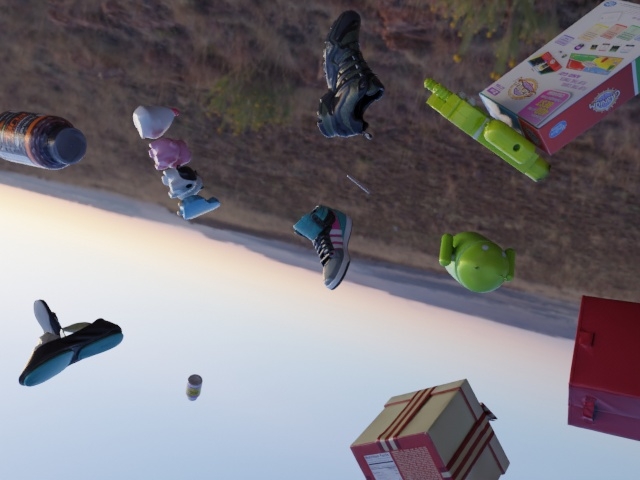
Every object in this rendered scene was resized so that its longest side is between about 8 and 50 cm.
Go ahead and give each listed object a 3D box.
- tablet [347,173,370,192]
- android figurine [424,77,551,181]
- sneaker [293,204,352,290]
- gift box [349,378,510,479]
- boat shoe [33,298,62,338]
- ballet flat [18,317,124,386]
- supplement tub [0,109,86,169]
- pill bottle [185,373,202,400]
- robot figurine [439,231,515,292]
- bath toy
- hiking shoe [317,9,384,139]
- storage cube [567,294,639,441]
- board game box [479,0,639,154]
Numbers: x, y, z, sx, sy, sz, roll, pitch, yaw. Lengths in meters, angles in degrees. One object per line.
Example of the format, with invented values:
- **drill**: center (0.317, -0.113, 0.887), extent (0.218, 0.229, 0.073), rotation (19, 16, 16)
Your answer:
- **tablet**: center (0.114, -0.170, 1.852), extent (0.083, 0.006, 0.054), rotation (39, -166, -1)
- **android figurine**: center (0.305, -0.212, 1.164), extent (0.273, 0.056, 0.248), rotation (33, -163, -16)
- **sneaker**: center (0.000, 0.000, 1.909), extent (0.178, 0.295, 0.124), rotation (27, 134, -21)
- **gift box**: center (0.255, 0.493, 1.410), extent (0.255, 0.276, 0.258), rotation (-20, -173, 38)
- **boat shoe**: center (-0.656, 0.196, 1.513), extent (0.046, 0.125, 0.038), rotation (-10, -165, 31)
- **ballet flat**: center (-0.426, 0.178, 1.041), extent (0.074, 0.074, 0.203), rotation (13, -160, 29)
- **supplement tub**: center (-0.546, -0.196, 1.214), extent (0.198, 0.106, 0.106), rotation (12, 177, 31)
- **pill bottle**: center (-0.358, 0.418, 1.759), extent (0.043, 0.083, 0.043), rotation (10, -139, -8)
- **robot figurine**: center (0.198, 0.027, 0.798), extent (0.101, 0.067, 0.115), rotation (15, -169, -9)
- **bath toy**: center (-0.413, -0.236, 1.782), extent (0.129, 0.348, 0.151), rotation (-25, 175, -22)
- **hiking shoe**: center (0.066, -0.295, 1.119), extent (0.114, 0.226, 0.086), rotation (10, -170, 22)
- **storage cube**: center (0.558, 0.233, 1.120), extent (0.193, 0.215, 0.183), rotation (8, 145, 26)
- **board game box**: center (0.491, -0.317, 1.170), extent (0.064, 0.317, 0.242), rotation (50, -171, -30)
